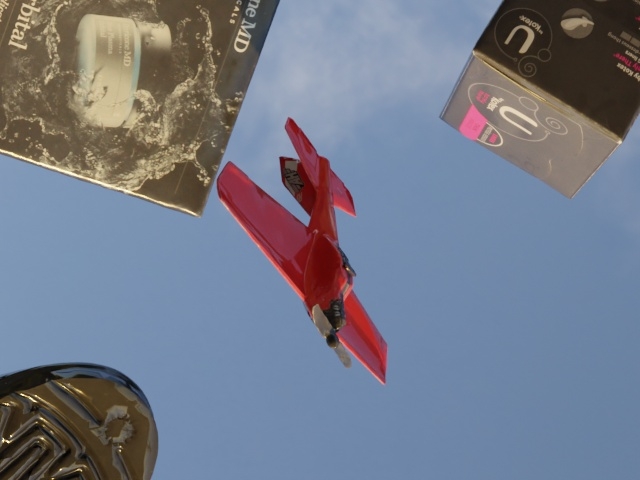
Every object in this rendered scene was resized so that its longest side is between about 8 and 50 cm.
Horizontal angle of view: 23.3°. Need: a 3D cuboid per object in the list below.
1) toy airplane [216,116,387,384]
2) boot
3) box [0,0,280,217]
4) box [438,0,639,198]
[{"bbox_3d":[0.000,0.000,0.749,0.028,0.151,0.151,-29,-119,15],"label":"toy airplane"},{"bbox_3d":[-0.281,0.143,1.058,0.348,0.131,0.260,-30,-151,2],"label":"boot"},{"bbox_3d":[-0.117,-0.113,0.792,0.093,0.158,0.156,27,-82,63],"label":"box"},{"bbox_3d":[0.235,-0.197,1.304,0.143,0.165,0.270,32,-106,4],"label":"box"}]
